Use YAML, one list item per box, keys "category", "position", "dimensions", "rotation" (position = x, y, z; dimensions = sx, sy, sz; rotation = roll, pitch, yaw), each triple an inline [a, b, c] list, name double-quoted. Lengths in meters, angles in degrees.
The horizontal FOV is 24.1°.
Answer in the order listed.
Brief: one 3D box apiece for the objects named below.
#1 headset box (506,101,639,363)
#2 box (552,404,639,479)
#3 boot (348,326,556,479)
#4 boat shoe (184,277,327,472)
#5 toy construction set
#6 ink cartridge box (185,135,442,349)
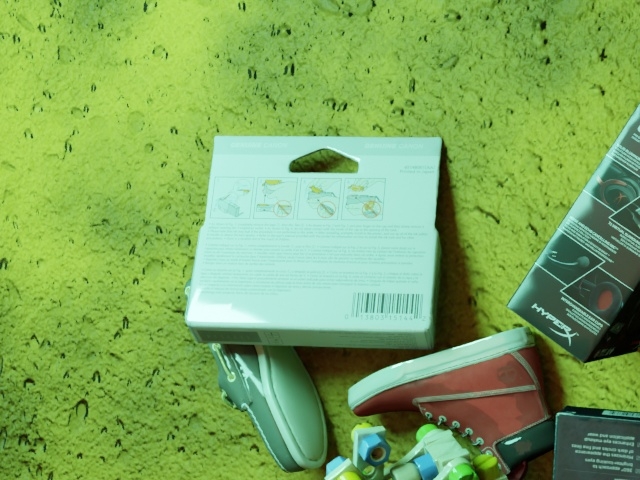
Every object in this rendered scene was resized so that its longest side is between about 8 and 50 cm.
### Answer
- category: "headset box"
  position: [0.351, -0.021, 1.608]
  dimensions: [0.110, 0.218, 0.293]
  rotation: [37, 104, 22]
- category: "box"
  position: [0.339, 0.270, 1.662]
  dimensions: [0.156, 0.093, 0.158]
  rotation: [4, 90, 15]
- category: "boot"
  position: [0.158, 0.219, 1.776]
  dimensions: [0.244, 0.088, 0.176]
  rotation: [-18, 82, 22]
- category: "boat shoe"
  position: [-0.083, 0.161, 1.888]
  dimensions: [0.091, 0.109, 0.305]
  rotation: [-32, 69, 23]
- category: "toy construction set"
  position: [0.119, 0.346, 1.710]
  dimensions: [0.151, 0.215, 0.327]
  rotation: [-123, 21, -49]
- category: "ink cartridge box"
  position: [0.000, 0.000, 1.830]
  dimensions: [0.296, 0.066, 0.261]
  rotation: [1, 64, 11]
